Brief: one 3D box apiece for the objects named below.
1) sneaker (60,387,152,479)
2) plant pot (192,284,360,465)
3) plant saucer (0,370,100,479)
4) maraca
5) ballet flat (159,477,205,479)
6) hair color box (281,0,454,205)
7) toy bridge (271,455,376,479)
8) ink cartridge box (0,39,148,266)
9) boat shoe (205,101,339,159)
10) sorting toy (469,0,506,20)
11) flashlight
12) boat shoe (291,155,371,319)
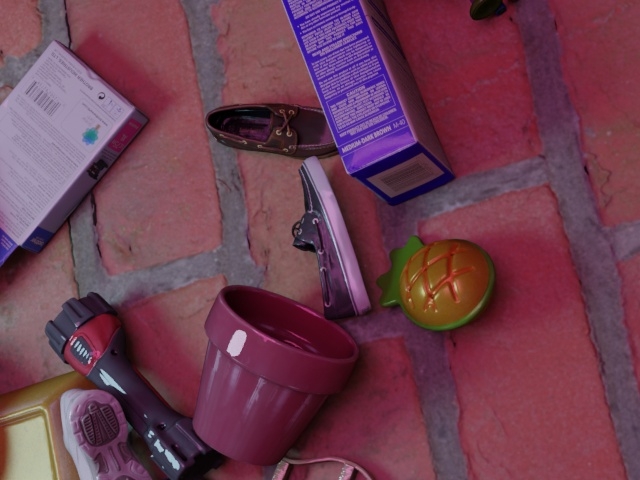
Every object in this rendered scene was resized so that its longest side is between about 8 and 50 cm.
[{"bbox_3d":[-0.289,0.296,1.842,0.090,0.115,0.232,-17,105,-25],"label":"sneaker"},{"bbox_3d":[-0.073,0.182,1.780,0.201,0.201,0.180,29,104,23],"label":"plant pot"},{"bbox_3d":[-0.441,0.370,1.914,0.333,0.081,0.332,-19,72,15],"label":"plant saucer"},{"bbox_3d":[0.147,0.052,1.777,0.186,0.099,0.127,15,71,46],"label":"maraca"},{"bbox_3d":[-0.166,0.347,1.832,0.188,0.070,0.070,-3,77,19],"label":"ballet flat"},{"bbox_3d":[0.051,-0.231,1.823,0.110,0.185,0.338,-24,71,14],"label":"hair color box"},{"bbox_3d":[0.032,0.318,1.790,0.188,0.026,0.063,19,83,22],"label":"toy bridge"},{"bbox_3d":[-0.418,-0.120,2.029,0.186,0.065,0.311,41,91,22],"label":"ink cartridge box"},{"bbox_3d":[-0.058,-0.154,1.906,0.207,0.073,0.073,1,77,18],"label":"boat shoe"},{"bbox_3d":[0.234,-0.335,1.852,0.102,0.061,0.042,-28,68,-13],"label":"sorting toy"},{"bbox_3d":[-0.249,0.202,1.871,0.103,0.103,0.304,-36,65,-24],"label":"flashlight"},{"bbox_3d":[0.000,0.000,1.845,0.076,0.080,0.228,-18,79,-1],"label":"boat shoe"}]
